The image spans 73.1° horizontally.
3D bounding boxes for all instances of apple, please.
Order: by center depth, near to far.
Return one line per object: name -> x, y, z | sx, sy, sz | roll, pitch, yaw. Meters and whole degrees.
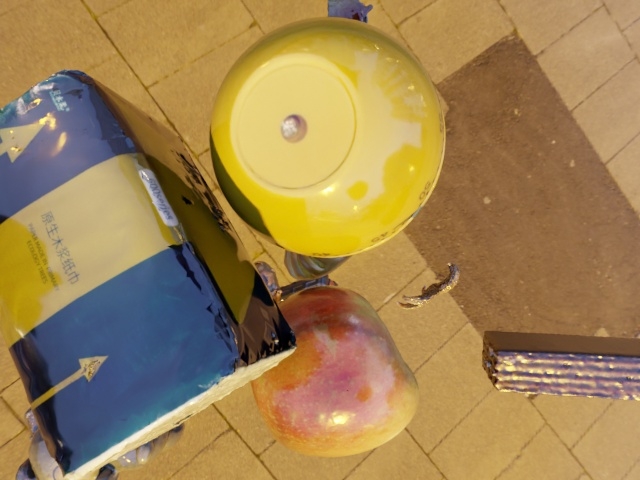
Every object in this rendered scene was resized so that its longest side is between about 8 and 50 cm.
apple -> 0.007, 0.244, 0.806 | 0.277, 0.319, 0.318 | -28, 94, -4

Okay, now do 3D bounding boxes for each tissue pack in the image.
tissue pack -> -0.249, 0.033, 0.570 | 0.253, 0.264, 0.416 | -34, 77, 3

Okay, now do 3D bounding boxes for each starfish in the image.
starfish -> 0.133, 0.061, 0.533 | 0.091, 0.078, 0.028 | -38, 78, 23

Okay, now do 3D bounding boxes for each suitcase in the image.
suitcase -> 0.006, 0.229, 1.518 | 0.285, 0.207, 0.066 | 45, 34, -36

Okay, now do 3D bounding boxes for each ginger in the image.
ginger -> -0.210, 0.220, 1.383 | 0.133, 0.107, 0.308 | 14, 77, 26

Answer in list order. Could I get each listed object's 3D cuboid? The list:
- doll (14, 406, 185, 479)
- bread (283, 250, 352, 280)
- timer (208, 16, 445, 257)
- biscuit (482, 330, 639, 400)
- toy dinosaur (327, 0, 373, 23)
doll -> -0.580, 0.554, 1.159 | 0.384, 0.378, 0.252 | -3, 53, 0
bread -> 0.000, 0.000, 0.948 | 0.213, 0.213, 0.104 | -46, 111, -12
timer -> 0.016, -0.146, 0.682 | 0.377, 0.387, 0.375 | 0, 92, 16
biscuit -> 0.463, 0.198, 0.682 | 0.389, 0.107, 0.073 | 2, 96, 8
toy dinosaur -> 0.062, -0.360, 0.899 | 0.207, 0.112, 0.327 | -33, 111, 22
